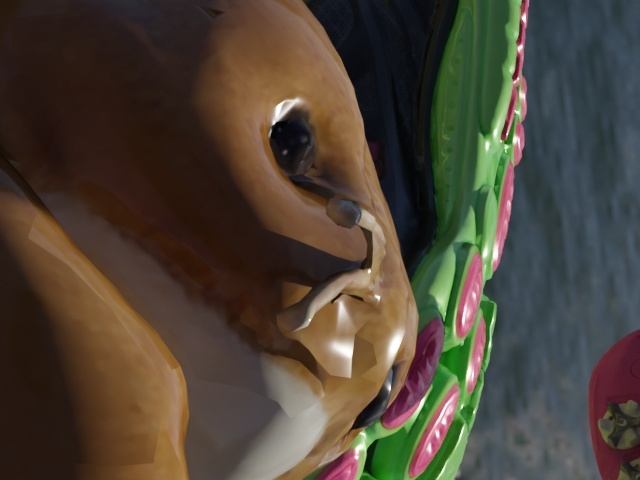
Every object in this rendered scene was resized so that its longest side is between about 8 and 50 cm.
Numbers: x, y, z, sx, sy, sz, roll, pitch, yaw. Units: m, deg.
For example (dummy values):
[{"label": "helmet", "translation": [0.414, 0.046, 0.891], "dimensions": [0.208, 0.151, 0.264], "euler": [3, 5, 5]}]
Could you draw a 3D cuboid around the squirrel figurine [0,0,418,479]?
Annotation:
[{"label": "squirrel figurine", "translation": [-0.172, -0.025, 0.442], "dimensions": [0.370, 0.397, 0.281], "euler": [-23, 139, -44]}]

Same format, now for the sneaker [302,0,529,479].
[{"label": "sneaker", "translation": [0.000, 0.000, 1.040], "dimensions": [0.185, 0.202, 0.483], "euler": [83, 17, -44]}]

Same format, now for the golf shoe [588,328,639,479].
[{"label": "golf shoe", "translation": [0.240, 0.176, 0.907], "dimensions": [0.306, 0.115, 0.140], "euler": [55, 2, 30]}]
